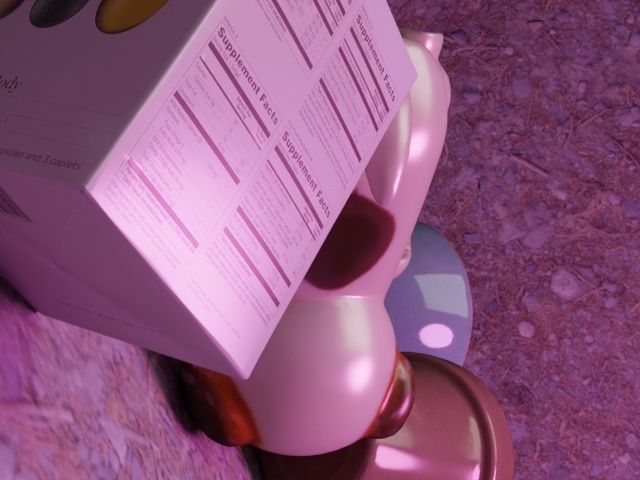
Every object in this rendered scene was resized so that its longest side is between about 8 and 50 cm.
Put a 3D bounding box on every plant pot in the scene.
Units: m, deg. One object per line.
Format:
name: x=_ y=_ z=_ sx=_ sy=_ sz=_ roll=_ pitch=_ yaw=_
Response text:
plant pot: x=0.033 y=0.100 z=1.404 sx=0.195 sy=0.290 sz=0.290 roll=10 pitch=48 yaw=-41
plant pot: x=0.056 y=0.237 z=1.159 sx=0.229 sy=0.263 sz=0.263 roll=28 pitch=34 yaw=-51

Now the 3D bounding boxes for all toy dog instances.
toy dog: x=0.000 y=0.000 z=0.973 sx=0.395 sy=0.284 sz=0.408 roll=31 pitch=-62 yaw=57

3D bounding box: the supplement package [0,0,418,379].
supplement package: x=-0.101 y=-0.089 z=0.669 sx=0.263 sy=0.199 sz=0.198 roll=-60 pitch=143 yaw=-24
